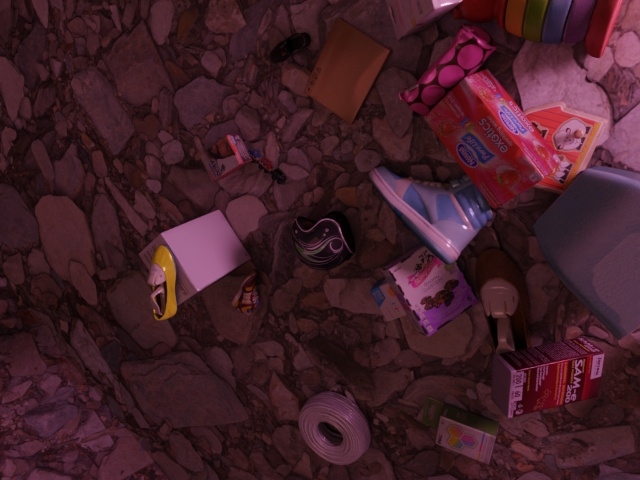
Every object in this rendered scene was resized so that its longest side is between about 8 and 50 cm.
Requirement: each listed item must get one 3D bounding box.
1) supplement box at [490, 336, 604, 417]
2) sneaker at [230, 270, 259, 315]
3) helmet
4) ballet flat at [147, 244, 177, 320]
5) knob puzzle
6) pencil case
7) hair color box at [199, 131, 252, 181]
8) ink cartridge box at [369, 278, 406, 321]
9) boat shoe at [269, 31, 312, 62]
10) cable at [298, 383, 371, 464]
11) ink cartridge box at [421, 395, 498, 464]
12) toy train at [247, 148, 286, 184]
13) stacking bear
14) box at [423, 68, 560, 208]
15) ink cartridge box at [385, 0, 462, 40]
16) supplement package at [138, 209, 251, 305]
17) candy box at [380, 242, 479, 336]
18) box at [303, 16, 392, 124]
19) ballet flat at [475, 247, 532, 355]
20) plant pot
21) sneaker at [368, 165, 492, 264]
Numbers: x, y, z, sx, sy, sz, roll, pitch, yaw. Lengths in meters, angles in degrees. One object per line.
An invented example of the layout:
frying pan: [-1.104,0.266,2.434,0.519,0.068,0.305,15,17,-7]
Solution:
supplement box: [0.526,0.316,1.004,0.239,0.073,0.130,-9,110,-10]
sneaker: [-0.236,0.179,1.468,0.084,0.069,0.185,35,129,3]
helmet: [0.000,0.000,1.202,0.161,0.169,0.169,-20,98,17]
ballet flat: [-0.459,0.130,1.242,0.077,0.077,0.231,14,116,25]
knob puzzle: [0.478,-0.202,0.932,0.213,0.030,0.213,11,115,26]
pencil case: [0.268,-0.365,0.928,0.098,0.095,0.209,18,137,-28]
hair color box: [-0.291,-0.252,1.315,0.167,0.053,0.093,-19,99,44]
ink cartridge box: [0.240,0.139,1.180,0.181,0.061,0.104,-30,93,34]
boat shoe: [-0.085,-0.504,1.126,0.133,0.042,0.049,-11,105,34]
cable: [0.047,0.640,1.468,0.257,0.089,0.257,-38,88,34]
ink cartridge box: [0.395,0.549,1.253,0.209,0.062,0.109,14,116,25]
toy train: [-0.164,-0.225,1.286,0.158,0.027,0.036,40,121,10]
stacking bear: [0.399,-0.457,0.808,0.289,0.164,0.176,21,118,26]
box: [0.362,-0.215,0.916,0.257,0.122,0.128,54,139,4]
ink cartridge box: [0.207,-0.512,0.904,0.067,0.198,0.115,-20,101,-9]
supplement package: [-0.393,0.050,1.381,0.145,0.262,0.204,-32,92,34]
candy box: [0.275,0.113,1.092,0.164,0.070,0.196,-32,93,-9]
box: [0.062,-0.422,1.085,0.164,0.021,0.201,38,122,12]
ballet flat: [0.446,0.194,1.048,0.116,0.124,0.343,-6,106,33]
plant pot: [0.576,-0.013,0.836,0.252,0.247,0.248,46,125,23]
sneaker: [0.276,-0.116,1.042,0.208,0.127,0.319,-43,63,7]
